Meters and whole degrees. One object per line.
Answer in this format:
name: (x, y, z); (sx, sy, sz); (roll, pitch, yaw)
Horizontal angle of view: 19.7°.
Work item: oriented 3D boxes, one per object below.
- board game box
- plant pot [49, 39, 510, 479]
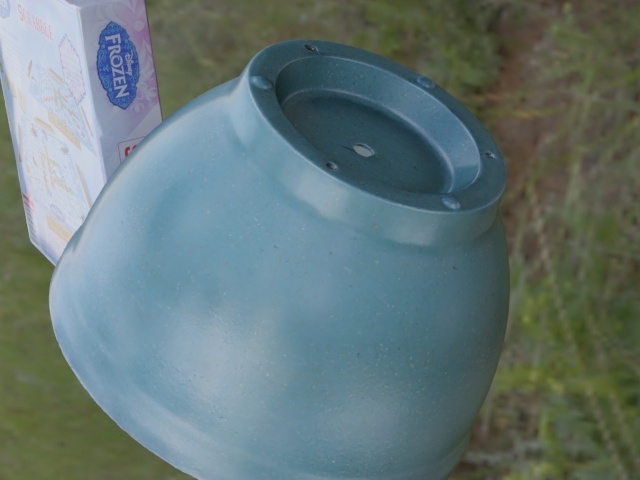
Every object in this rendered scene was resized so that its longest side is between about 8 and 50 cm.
board game box: (-0.224, -0.103, 1.725); (0.319, 0.066, 0.318); (36, 137, 58)
plant pot: (0.000, 0.000, 1.153); (0.196, 0.293, 0.293); (-63, 31, 33)
